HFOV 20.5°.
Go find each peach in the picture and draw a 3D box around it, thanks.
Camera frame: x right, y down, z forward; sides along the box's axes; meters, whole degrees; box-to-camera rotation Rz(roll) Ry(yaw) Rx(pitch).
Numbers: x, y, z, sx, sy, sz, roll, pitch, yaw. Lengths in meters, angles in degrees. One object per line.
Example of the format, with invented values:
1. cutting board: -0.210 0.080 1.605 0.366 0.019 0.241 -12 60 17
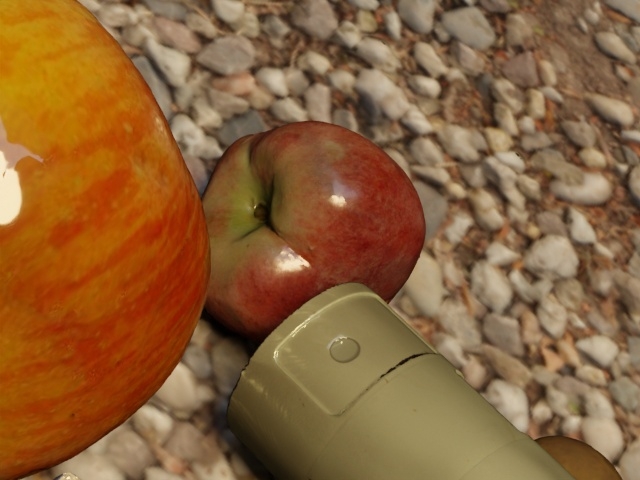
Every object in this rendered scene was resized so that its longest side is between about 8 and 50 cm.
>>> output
1. peach: 0.000 0.000 1.135 0.152 0.152 0.152 15 52 -20

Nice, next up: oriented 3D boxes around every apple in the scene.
1. apple: -0.215 -0.003 0.919 0.302 0.301 0.301 15 52 -20

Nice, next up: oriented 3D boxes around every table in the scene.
1. table: 0.060 0.141 1.037 0.126 0.126 0.220 -25 57 -39

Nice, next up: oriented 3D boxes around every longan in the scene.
1. longan: 0.151 0.180 1.112 0.092 0.113 0.113 0 58 -34

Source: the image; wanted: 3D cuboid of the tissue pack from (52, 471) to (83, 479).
1. tissue pack: -0.154 0.170 0.958 0.042 0.083 0.062 37 48 -4
